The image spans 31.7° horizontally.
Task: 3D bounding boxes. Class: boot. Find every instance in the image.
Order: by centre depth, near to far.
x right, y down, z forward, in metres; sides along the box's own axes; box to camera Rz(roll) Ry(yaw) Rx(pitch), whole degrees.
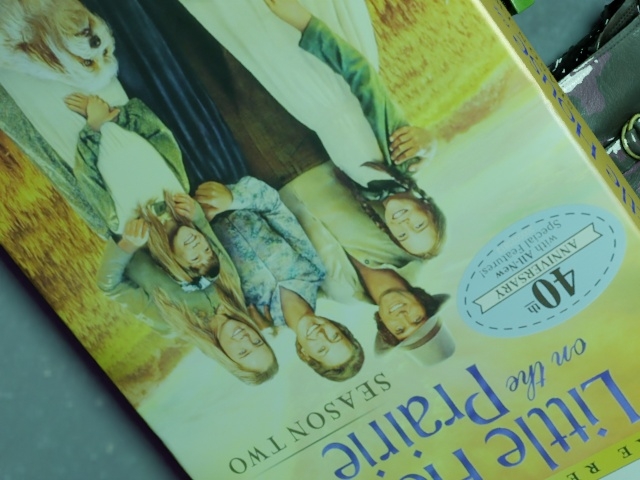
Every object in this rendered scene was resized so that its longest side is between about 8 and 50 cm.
[{"bbox_3d":[0.276,-0.078,0.782,0.263,0.091,0.229,-36,99,-13],"label":"boot"}]

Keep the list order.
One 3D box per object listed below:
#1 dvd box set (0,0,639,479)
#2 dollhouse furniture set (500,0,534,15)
[{"bbox_3d":[0.000,0.000,0.621,0.307,0.062,0.420,-33,100,23],"label":"dvd box set"},{"bbox_3d":[0.064,-0.124,0.735,0.151,0.058,0.076,-33,97,-16],"label":"dollhouse furniture set"}]
